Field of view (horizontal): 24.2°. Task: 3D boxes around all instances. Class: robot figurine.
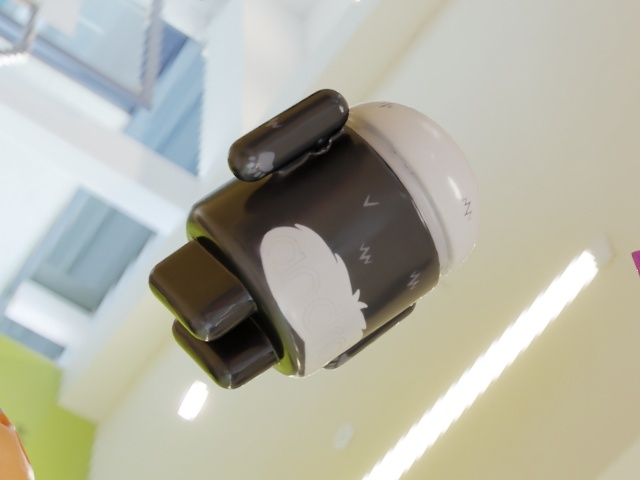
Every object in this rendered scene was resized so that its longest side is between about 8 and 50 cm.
[{"bbox_3d":[-0.001,0.000,1.227,0.278,0.173,0.209,-34,170,-15],"label":"robot figurine"}]

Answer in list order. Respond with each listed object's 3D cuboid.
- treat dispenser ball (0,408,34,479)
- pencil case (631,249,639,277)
[{"bbox_3d":[-0.379,0.230,1.232,0.288,0.288,0.288,-49,-158,27],"label":"treat dispenser ball"},{"bbox_3d":[0.220,-0.022,0.683,0.151,0.070,0.064,-44,-130,33],"label":"pencil case"}]
